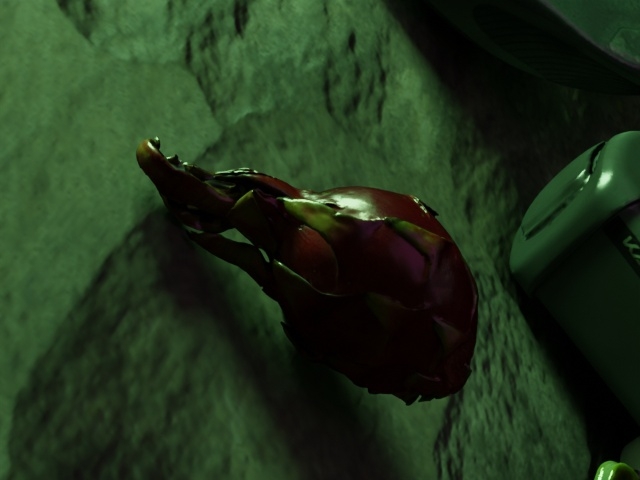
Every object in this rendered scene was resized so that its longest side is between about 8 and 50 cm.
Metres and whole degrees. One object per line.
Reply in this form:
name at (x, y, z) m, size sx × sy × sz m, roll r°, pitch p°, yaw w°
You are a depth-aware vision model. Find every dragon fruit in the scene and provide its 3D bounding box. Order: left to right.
dragon fruit at (0.000, 0.000, 0.798) m, size 0.190 × 0.094 × 0.094 m, roll 38°, pitch 32°, yaw -8°

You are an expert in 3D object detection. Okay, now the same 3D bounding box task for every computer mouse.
computer mouse at (0.109, -0.208, 1.160) m, size 0.379 × 0.090 × 0.167 m, roll 30°, pitch 50°, yaw -15°

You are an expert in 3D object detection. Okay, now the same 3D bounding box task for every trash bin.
trash bin at (0.228, 0.045, 1.029) m, size 0.176 × 0.101 × 0.236 m, roll -1°, pitch 51°, yaw -54°

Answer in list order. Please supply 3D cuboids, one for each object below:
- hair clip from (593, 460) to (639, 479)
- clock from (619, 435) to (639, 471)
hair clip at (0.154, 0.193, 0.881) m, size 0.060 × 0.033 × 0.188 m, roll 38°, pitch 37°, yaw -25°
clock at (0.234, 0.147, 1.038) m, size 0.129 × 0.041 × 0.087 m, roll -21°, pitch 75°, yaw -55°
